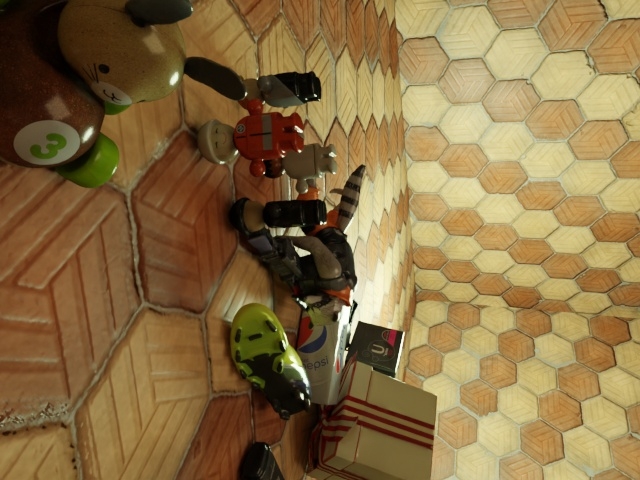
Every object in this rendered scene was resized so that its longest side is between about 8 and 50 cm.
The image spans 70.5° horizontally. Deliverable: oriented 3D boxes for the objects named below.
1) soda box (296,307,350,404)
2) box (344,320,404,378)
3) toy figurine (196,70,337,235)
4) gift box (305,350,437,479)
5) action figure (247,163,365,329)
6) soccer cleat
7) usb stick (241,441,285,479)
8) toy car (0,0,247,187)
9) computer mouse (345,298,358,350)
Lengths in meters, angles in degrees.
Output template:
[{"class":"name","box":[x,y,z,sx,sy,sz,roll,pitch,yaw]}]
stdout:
[{"class":"soda box","box":[0.006,0.220,1.030,0.098,0.091,0.286,50,46,-66]},{"class":"box","box":[0.144,0.396,1.318,0.165,0.143,0.270,-61,160,-54]},{"class":"toy figurine","box":[-0.071,-0.132,0.682,0.213,0.148,0.210,71,22,-44]},{"class":"gift box","box":[0.116,0.443,1.084,0.255,0.258,0.276,-72,-175,-45]},{"class":"action figure","box":[0.000,0.000,0.863,0.341,0.178,0.330,47,39,-66]},{"class":"soccer cleat","box":[-0.090,0.199,0.789,0.121,0.093,0.289,-113,-177,-51]},{"class":"usb stick","box":[-0.090,0.478,0.853,0.077,0.045,0.278,-65,151,-47]},{"class":"toy car","box":[-0.156,-0.126,0.334,0.155,0.188,0.149,46,49,-65]},{"class":"computer mouse","box":[0.069,0.223,1.270,0.262,0.060,0.184,39,57,-68]}]
